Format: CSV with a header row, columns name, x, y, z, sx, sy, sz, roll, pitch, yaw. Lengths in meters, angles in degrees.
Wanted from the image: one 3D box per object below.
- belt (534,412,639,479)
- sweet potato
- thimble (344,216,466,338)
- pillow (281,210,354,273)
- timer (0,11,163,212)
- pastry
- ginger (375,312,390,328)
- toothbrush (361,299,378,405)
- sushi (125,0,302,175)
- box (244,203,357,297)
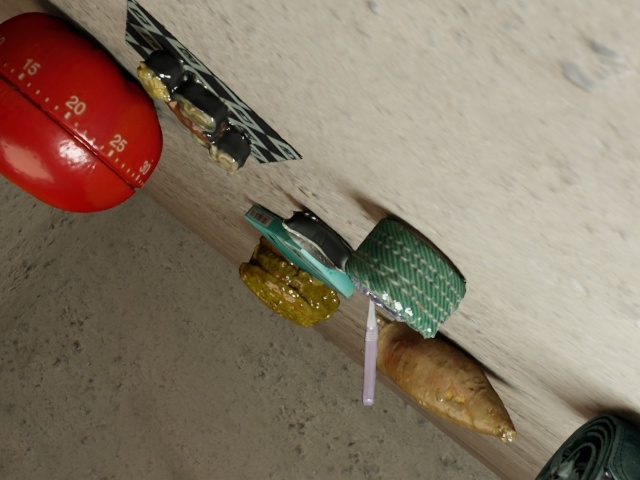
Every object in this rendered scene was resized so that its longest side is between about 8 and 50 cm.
name,x,y,z,sx,sy,sz,roll,pitch,yaw
belt,0.333,0.315,1.143,0.116,0.206,0.267,36,165,5
sweet potato,0.209,0.235,1.600,0.131,0.131,0.337,46,170,-36
thimble,0.101,0.044,1.151,0.135,0.090,0.118,41,175,-22
pillow,-0.002,0.002,1.525,0.136,0.055,0.091,41,175,3
timer,-0.469,-0.219,1.709,0.378,0.279,0.378,38,174,5
pastry,-0.072,0.105,2.162,0.235,0.132,0.240,36,172,35
ginger,0.147,0.186,1.950,0.097,0.030,0.048,37,173,9
toothbrush,0.087,0.170,1.595,0.029,0.024,0.354,-112,16,-44
sushi,-0.177,-0.185,1.309,0.294,0.059,0.292,43,172,-11
box,-0.041,0.019,1.855,0.162,0.041,0.229,46,171,-37
